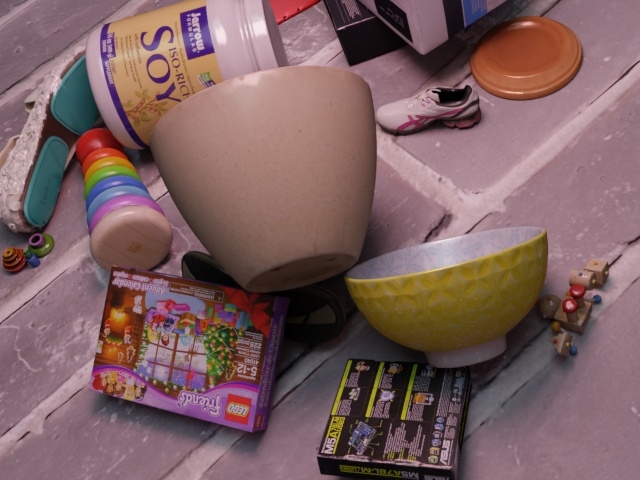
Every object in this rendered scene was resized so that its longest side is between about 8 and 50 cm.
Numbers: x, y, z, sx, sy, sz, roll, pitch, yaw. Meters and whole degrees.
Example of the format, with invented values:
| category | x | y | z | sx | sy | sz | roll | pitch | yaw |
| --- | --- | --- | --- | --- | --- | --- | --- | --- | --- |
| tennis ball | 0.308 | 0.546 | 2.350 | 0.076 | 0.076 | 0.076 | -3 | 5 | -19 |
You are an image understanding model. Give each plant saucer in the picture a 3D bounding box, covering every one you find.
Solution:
| category | x | y | z | sx | sy | sz | roll | pitch | yaw |
| --- | --- | --- | --- | --- | --- | --- | --- | --- | --- |
| plant saucer | 0.369 | -0.339 | 1.584 | 0.199 | 0.037 | 0.200 | -8 | 54 | 11 |

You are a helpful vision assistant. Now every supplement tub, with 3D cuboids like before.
| category | x | y | z | sx | sy | sz | roll | pitch | yaw |
| --- | --- | --- | --- | --- | --- | --- | --- | --- | --- |
| supplement tub | -0.237 | -0.320 | 1.626 | 0.331 | 0.241 | 0.241 | -14 | 53 | 7 |

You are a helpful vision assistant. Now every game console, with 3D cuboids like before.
| category | x | y | z | sx | sy | sz | roll | pitch | yaw |
| --- | --- | --- | --- | --- | --- | --- | --- | --- | --- |
| game console | -0.090 | -0.517 | 1.867 | 0.144 | 0.085 | 0.124 | -30 | 21 | -6 |

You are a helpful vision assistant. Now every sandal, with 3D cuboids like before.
| category | x | y | z | sx | sy | sz | roll | pitch | yaw |
| --- | --- | --- | --- | --- | --- | --- | --- | --- | --- |
| sandal | -0.091 | 0.088 | 1.389 | 0.302 | 0.120 | 0.086 | 15 | 30 | 22 |

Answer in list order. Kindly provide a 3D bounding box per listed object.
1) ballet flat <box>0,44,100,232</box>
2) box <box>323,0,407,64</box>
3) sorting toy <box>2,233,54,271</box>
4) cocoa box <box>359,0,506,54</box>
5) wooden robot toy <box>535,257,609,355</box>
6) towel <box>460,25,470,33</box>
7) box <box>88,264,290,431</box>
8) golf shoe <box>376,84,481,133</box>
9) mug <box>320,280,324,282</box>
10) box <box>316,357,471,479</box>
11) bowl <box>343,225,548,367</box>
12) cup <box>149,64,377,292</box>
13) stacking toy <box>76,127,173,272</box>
| category | x | y | z | sx | sy | sz | roll | pitch | yaw |
| --- | --- | --- | --- | --- | --- | --- | --- | --- | --- |
| ballet flat | -0.531 | -0.209 | 1.676 | 0.146 | 0.147 | 0.409 | 10 | 66 | 23 |
| box | 0.099 | -0.490 | 1.734 | 0.184 | 0.103 | 0.261 | -20 | 52 | 5 |
| sorting toy | -0.538 | 0.018 | 1.602 | 0.102 | 0.042 | 0.061 | -38 | 54 | -11 |
| cocoa box | 0.156 | -0.544 | 1.545 | 0.228 | 0.231 | 0.347 | -33 | 52 | -7 |
| wooden robot toy | 0.350 | 0.087 | 1.269 | 0.079 | 0.076 | 0.173 | 13 | 59 | 37 |
| towel | 0.294 | -0.560 | 1.657 | 0.285 | 0.034 | 0.209 | -58 | 45 | 30 |
| box | -0.203 | 0.159 | 1.336 | 0.293 | 0.057 | 0.201 | 9 | 87 | 22 |
| golf shoe | 0.185 | -0.239 | 1.539 | 0.186 | 0.086 | 0.068 | -5 | 56 | 15 |
| mug | -0.006 | 0.007 | 1.413 | 0.157 | 0.097 | 0.130 | 4 | 56 | 19 |
| box | 0.106 | 0.245 | 1.209 | 0.184 | 0.045 | 0.191 | -1 | 36 | 18 |
| bowl | 0.189 | 0.088 | 1.238 | 0.289 | 0.289 | 0.156 | -13 | 96 | 8 |
| cup | -0.057 | -0.062 | 1.249 | 0.330 | 0.331 | 0.237 | -16 | 75 | 5 |
| stacking toy | -0.371 | -0.091 | 1.589 | 0.141 | 0.141 | 0.330 | -27 | 46 | -3 |
